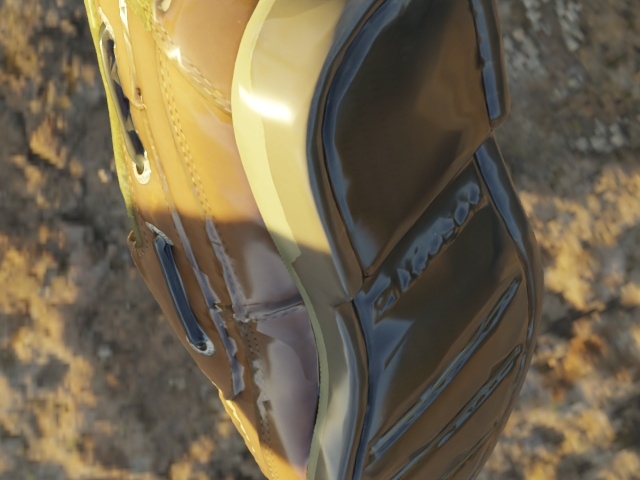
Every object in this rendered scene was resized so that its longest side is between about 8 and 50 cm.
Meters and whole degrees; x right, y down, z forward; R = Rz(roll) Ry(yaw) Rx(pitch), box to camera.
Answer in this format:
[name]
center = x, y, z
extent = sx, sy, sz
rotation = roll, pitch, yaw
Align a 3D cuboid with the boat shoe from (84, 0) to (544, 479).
[boat shoe]
center = 0.000, 0.000, 0.519
extent = 0.111, 0.104, 0.307
rotation = -43, 149, -27
